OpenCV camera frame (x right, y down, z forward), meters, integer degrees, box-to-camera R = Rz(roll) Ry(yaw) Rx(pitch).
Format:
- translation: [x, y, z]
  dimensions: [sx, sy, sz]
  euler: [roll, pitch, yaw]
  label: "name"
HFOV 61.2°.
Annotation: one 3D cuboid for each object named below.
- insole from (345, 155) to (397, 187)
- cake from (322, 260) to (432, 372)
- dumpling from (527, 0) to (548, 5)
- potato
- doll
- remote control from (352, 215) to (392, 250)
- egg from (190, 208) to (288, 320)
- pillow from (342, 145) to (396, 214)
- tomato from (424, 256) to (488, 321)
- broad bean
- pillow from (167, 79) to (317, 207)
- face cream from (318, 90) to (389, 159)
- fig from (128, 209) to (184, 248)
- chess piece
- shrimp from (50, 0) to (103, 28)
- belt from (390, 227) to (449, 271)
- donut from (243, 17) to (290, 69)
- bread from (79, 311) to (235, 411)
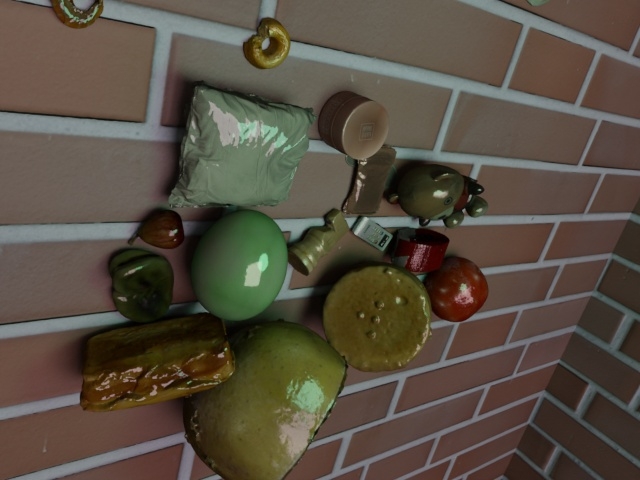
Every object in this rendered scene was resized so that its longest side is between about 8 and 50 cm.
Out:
- translation: [0.151, -0.208, 1.527]
  dimensions: [0.232, 0.003, 0.080]
  euler: [24, 100, -45]
  label: "insole"
- translation: [0.181, 0.218, 1.660]
  dimensions: [0.332, 0.333, 0.321]
  euler: [-58, 173, 6]
  label: "cake"
- translation: [0.662, -0.742, 1.532]
  dimensions: [0.219, 0.108, 0.152]
  euler: [0, 116, -36]
  label: "dumpling"
- translation: [-0.176, 0.400, 1.441]
  dimensions: [0.319, 0.385, 0.442]
  euler: [41, 79, -11]
  label: "potato"
- translation: [0.365, -0.142, 1.623]
  dimensions: [0.330, 0.235, 0.174]
  euler: [5, 70, -49]
  label: "doll"
- translation: [0.158, -0.022, 1.632]
  dimensions: [0.166, 0.029, 0.065]
  euler: [29, 95, -50]
  label: "remote control"
- translation: [-0.188, 0.058, 1.266]
  dimensions: [0.221, 0.220, 0.269]
  euler: [1, 113, -39]
  label: "egg"
- translation: [0.141, -0.166, 1.521]
  dimensions: [0.136, 0.034, 0.211]
  euler: [-1, 119, -33]
  label: "pillow"
- translation: [0.481, 0.172, 1.899]
  dimensions: [0.232, 0.189, 0.231]
  euler: [-20, 125, -31]
  label: "tomato"
- translation: [-0.405, 0.103, 1.239]
  dimensions: [0.153, 0.072, 0.206]
  euler: [-31, 144, -16]
  label: "broad bean"
- translation: [-0.170, -0.187, 1.193]
  dimensions: [0.310, 0.138, 0.283]
  euler: [1, 124, -37]
  label: "pillow"
- translation: [0.083, -0.287, 1.352]
  dimensions: [0.149, 0.104, 0.149]
  euler: [-20, 127, -29]
  label: "face cream"
- translation: [-0.364, -0.019, 1.188]
  dimensions: [0.125, 0.088, 0.088]
  euler: [-12, 125, -9]
  label: "fig"
- translation: [0.000, 0.000, 1.493]
  dimensions: [0.200, 0.090, 0.090]
  euler: [-44, 136, -24]
  label: "chess piece"
- translation: [-0.425, -0.425, 0.915]
  dimensions: [0.091, 0.025, 0.127]
  euler: [-43, 139, -9]
  label: "shrimp"
- translation: [0.313, 0.038, 1.723]
  dimensions: [0.201, 0.128, 0.124]
  euler: [-4, 117, -39]
  label: "belt"
- translation: [-0.108, -0.417, 1.164]
  dimensions: [0.097, 0.043, 0.108]
  euler: [28, 101, -44]
  label: "donut"
- translation: [-0.371, 0.285, 1.245]
  dimensions: [0.345, 0.195, 0.148]
  euler: [-9, 118, -14]
  label: "bread"
